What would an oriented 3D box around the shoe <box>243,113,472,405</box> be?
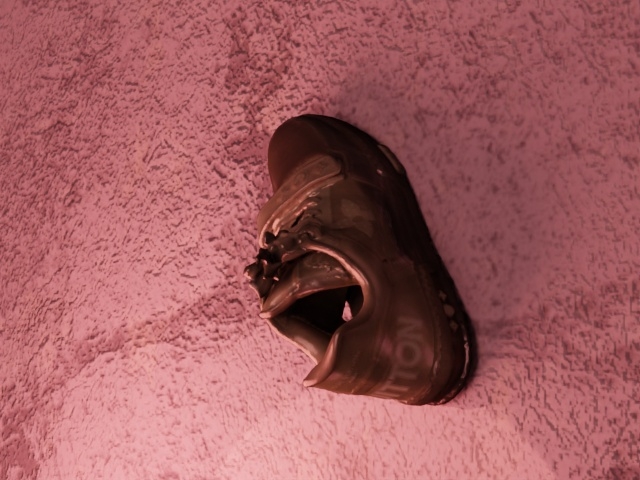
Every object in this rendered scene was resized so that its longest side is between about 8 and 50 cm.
[{"bbox_3d":[-0.002,0.002,1.232,0.109,0.149,0.293,-53,48,31],"label":"shoe"}]
